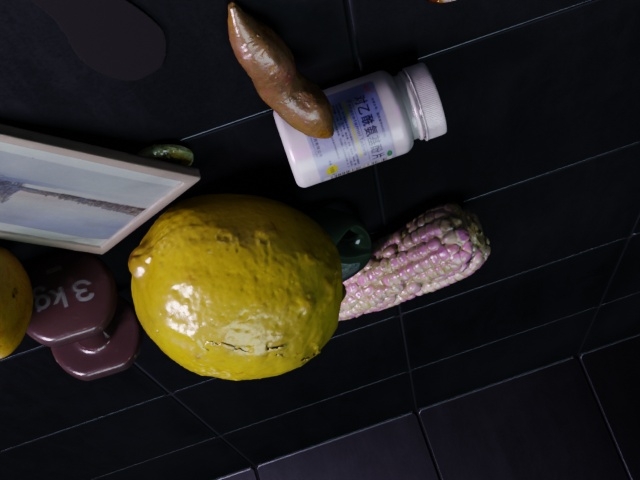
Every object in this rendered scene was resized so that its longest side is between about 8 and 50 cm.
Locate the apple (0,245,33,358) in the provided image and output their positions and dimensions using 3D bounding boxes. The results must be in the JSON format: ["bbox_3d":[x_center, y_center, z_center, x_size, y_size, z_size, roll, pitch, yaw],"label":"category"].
[{"bbox_3d":[-0.441,0.082,1.313,0.182,0.155,0.182,-18,158,-8],"label":"apple"}]

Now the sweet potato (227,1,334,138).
[{"bbox_3d":[-0.047,-0.175,1.131,0.065,0.051,0.218,4,152,35],"label":"sweet potato"}]

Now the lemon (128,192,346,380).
[{"bbox_3d":[-0.110,0.060,1.409,0.284,0.261,0.260,-2,154,-46],"label":"lemon"}]

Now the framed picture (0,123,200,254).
[{"bbox_3d":[-0.315,-0.053,1.248,0.289,0.016,0.213,11,145,-45],"label":"framed picture"}]

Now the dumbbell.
[{"bbox_3d":[-0.335,0.109,1.510,0.140,0.124,0.225,-17,159,-3],"label":"dumbbell"}]

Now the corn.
[{"bbox_3d":[0.116,0.050,1.750,0.335,0.127,0.126,-28,157,24],"label":"corn"}]

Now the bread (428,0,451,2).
[{"bbox_3d":[0.126,-0.265,1.076,0.043,0.062,0.109,-16,162,-9],"label":"bread"}]

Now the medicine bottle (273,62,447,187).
[{"bbox_3d":[0.046,-0.137,1.259,0.186,0.103,0.103,-18,159,0],"label":"medicine bottle"}]

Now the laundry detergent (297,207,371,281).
[{"bbox_3d":[0.000,0.000,1.597,0.144,0.078,0.222,-21,156,2],"label":"laundry detergent"}]

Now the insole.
[{"bbox_3d":[-0.212,-0.209,1.004,0.086,0.005,0.253,-24,159,9],"label":"insole"}]

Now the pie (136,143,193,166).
[{"bbox_3d":[-0.189,-0.091,1.287,0.084,0.021,0.084,-16,159,-6],"label":"pie"}]
